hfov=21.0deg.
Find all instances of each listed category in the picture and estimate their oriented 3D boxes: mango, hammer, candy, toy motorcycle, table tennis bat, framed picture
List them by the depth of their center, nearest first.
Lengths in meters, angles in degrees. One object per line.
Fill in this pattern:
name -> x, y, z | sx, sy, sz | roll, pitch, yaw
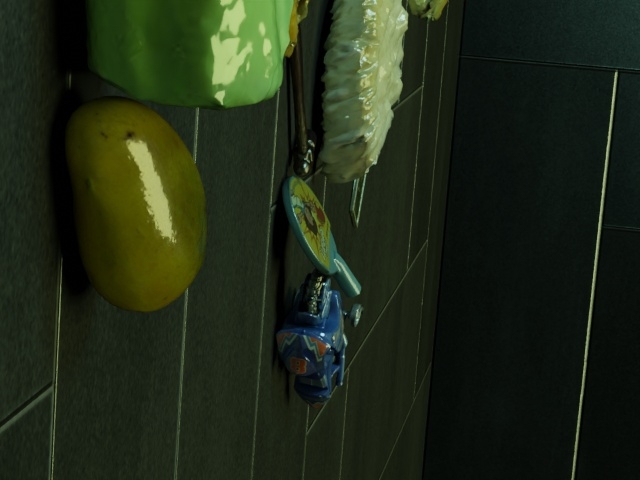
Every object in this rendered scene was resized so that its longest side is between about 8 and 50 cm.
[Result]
candy -> -0.069, -0.251, 1.015 | 0.142, 0.132, 0.343 | -115, -152, -76
mango -> -0.116, -0.025, 1.066 | 0.161, 0.076, 0.103 | 74, 28, -46
hammer -> -0.022, -0.150, 1.747 | 0.065, 0.021, 0.178 | -80, 168, -52
table tennis bat -> 0.000, 0.000, 1.788 | 0.155, 0.019, 0.100 | 58, 19, -31
toy motorcycle -> -0.005, 0.106, 1.869 | 0.205, 0.076, 0.114 | 78, 28, -66
framed picture -> 0.051, -0.069, 2.301 | 0.066, 0.006, 0.089 | 75, 23, -68

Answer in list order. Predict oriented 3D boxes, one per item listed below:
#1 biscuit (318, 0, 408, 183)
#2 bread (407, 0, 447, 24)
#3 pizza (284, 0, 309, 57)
biscuit -> 0.051, -0.216, 1.957 | 0.179, 0.084, 0.281 | 82, 17, -59
bread -> 0.228, -0.421, 2.125 | 0.248, 0.315, 0.279 | -26, 108, -76
pizza -> -0.026, -0.286, 1.473 | 0.288, 0.074, 0.251 | -48, 146, -71
